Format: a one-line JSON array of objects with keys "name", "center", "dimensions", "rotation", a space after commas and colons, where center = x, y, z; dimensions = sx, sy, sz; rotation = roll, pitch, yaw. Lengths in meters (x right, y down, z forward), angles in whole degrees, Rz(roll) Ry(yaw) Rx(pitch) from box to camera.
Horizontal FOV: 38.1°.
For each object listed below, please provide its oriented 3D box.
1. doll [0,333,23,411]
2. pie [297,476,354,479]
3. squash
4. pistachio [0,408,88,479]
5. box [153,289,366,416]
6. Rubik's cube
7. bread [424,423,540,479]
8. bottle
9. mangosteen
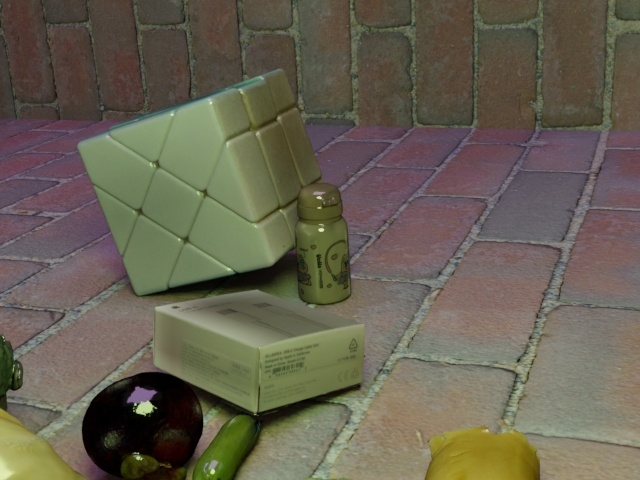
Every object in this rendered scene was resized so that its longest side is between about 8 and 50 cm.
[{"name": "doll", "center": [-0.563, 0.169, 1.258], "dimensions": [0.349, 0.248, 0.247], "rotation": [5, 20, 33]}, {"name": "pie", "center": [0.000, 0.316, 0.919], "dimensions": [0.200, 0.090, 0.248], "rotation": [0, 22, 0]}, {"name": "squash", "center": [-0.113, 0.261, 1.169], "dimensions": [0.052, 0.052, 0.183], "rotation": [2, 16, 16]}, {"name": "pistachio", "center": [-0.382, 0.277, 0.931], "dimensions": [0.308, 0.230, 0.230], "rotation": [-12, 20, -10]}, {"name": "box", "center": [-0.091, 0.155, 1.349], "dimensions": [0.203, 0.106, 0.251], "rotation": [-8, 15, -42]}, {"name": "Rubik's cube", "center": [-0.206, -0.114, 1.769], "dimensions": [0.321, 0.319, 0.316], "rotation": [-14, 13, 26]}, {"name": "bread", "center": [0.174, 0.277, 1.009], "dimensions": [0.134, 0.085, 0.173], "rotation": [0, 19, 11]}, {"name": "bottle", "center": [0.000, 0.000, 1.665], "dimensions": [0.097, 0.209, 0.110], "rotation": [-12, 20, -26]}, {"name": "mangosteen", "center": [-0.213, 0.236, 1.136], "dimensions": [0.152, 0.153, 0.152], "rotation": [-3, 19, 1]}]
